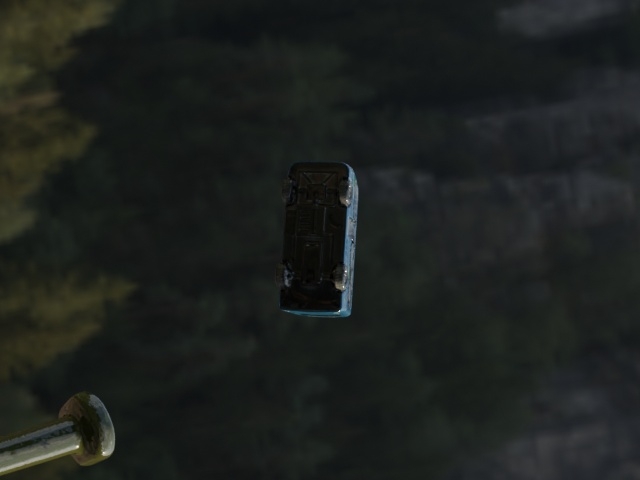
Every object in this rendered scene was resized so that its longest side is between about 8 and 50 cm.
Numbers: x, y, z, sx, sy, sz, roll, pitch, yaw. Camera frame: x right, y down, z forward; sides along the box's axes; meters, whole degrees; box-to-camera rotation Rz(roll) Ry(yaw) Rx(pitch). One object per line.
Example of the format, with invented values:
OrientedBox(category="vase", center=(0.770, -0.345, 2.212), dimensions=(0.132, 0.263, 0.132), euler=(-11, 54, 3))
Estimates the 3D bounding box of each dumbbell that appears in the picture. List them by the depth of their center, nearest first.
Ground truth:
OrientedBox(category="dumbbell", center=(-0.188, 0.131, 1.221), dimensions=(0.118, 0.052, 0.046), euler=(-15, 77, -35))

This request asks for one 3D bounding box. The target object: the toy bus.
OrientedBox(category="toy bus", center=(0.000, 0.000, 1.064), dimensions=(0.046, 0.038, 0.083), euler=(36, 56, -74))
